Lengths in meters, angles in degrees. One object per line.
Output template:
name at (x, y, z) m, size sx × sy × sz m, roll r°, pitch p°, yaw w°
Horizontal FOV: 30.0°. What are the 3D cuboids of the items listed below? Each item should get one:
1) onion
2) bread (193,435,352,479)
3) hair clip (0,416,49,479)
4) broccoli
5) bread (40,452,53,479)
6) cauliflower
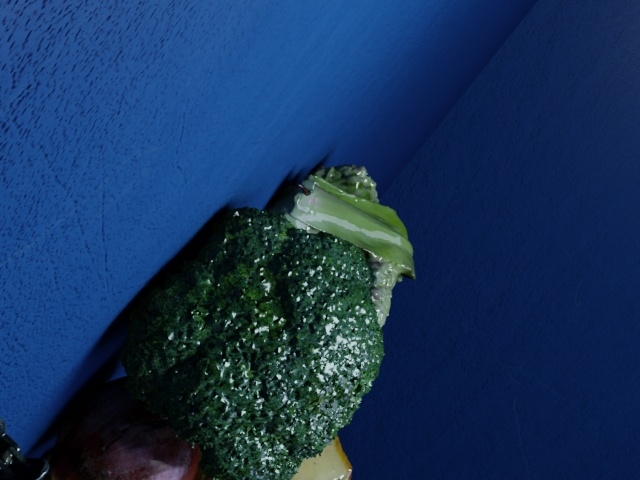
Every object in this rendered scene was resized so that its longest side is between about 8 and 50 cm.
onion at (-0.234, 0.242, 1.346) m, size 0.195 × 0.159 × 0.159 m, roll -23°, pitch 160°, yaw -36°
bread at (-0.126, 0.301, 1.713) m, size 0.207 × 0.279 × 0.279 m, roll -15°, pitch 157°, yaw -29°
hair clip at (-0.317, 0.231, 1.070) m, size 0.229 × 0.070 × 0.039 m, roll -44°, pitch -176°, yaw 41°
broccoli at (-0.079, 0.113, 1.290) m, size 0.275 × 0.308 × 0.308 m, roll 14°, pitch -128°, yaw 45°
bread at (-0.292, 0.350, 1.534) m, size 0.168 × 0.163 × 0.264 m, roll -52°, pitch 176°, yaw 11°
cauliflower at (0.000, 0.000, 1.573) m, size 0.256 × 0.239 × 0.315 m, roll -61°, pitch 146°, yaw -20°
